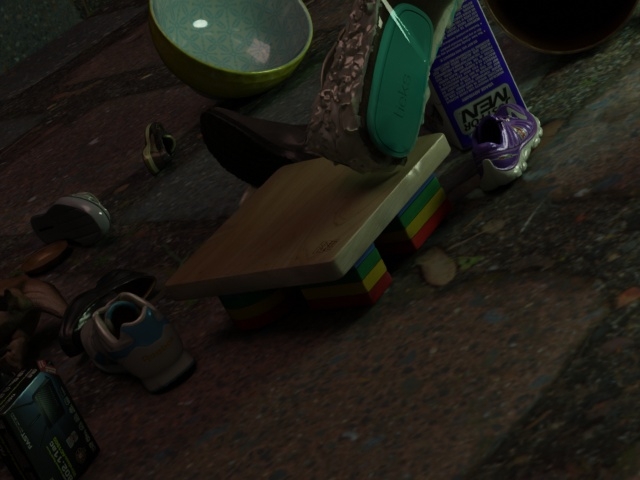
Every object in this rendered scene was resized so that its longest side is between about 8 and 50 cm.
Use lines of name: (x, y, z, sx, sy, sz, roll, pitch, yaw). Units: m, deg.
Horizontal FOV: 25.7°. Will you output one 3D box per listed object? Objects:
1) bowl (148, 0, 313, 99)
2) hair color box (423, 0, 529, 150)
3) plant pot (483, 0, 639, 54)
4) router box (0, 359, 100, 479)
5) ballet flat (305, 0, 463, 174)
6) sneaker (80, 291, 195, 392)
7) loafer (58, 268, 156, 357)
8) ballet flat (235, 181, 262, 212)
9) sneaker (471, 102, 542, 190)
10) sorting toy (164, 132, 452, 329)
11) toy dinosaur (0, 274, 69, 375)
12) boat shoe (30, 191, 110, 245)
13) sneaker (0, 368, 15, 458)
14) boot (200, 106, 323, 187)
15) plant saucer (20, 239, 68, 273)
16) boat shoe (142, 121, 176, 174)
bowl: (-0.170, -0.338, 2.453, 0.289, 0.289, 0.156, -48, -14, -42)
hair color box: (0.124, -0.296, 1.761, 0.110, 0.339, 0.185, -28, 20, -4)
plant pot: (0.341, -0.375, 1.910, 0.215, 0.215, 0.230, -20, 8, 21)
router box: (-0.285, 0.197, 1.429, 0.038, 0.122, 0.092, -10, 27, 31)
ballet flat: (0.075, -0.263, 1.573, 0.147, 0.147, 0.409, -2, 62, 50)
sneaker: (-0.222, 0.103, 1.616, 0.087, 0.092, 0.229, -39, 22, -22)
loafer: (-0.268, 0.085, 1.763, 0.061, 0.062, 0.170, -9, 29, 31)
ballet flat: (-0.048, -0.074, 1.867, 0.052, 0.057, 0.168, 4, 37, 39)
sneaker: (0.212, -0.124, 1.631, 0.068, 0.071, 0.170, -19, 22, 23)
sorting toy: (0.000, 0.000, 1.580, 0.255, 0.089, 0.257, -9, 28, 42)
toy dinosaur: (-0.435, 0.101, 1.860, 0.296, 0.127, 0.200, -19, 15, 9)
boat shoe: (-0.374, -0.045, 2.167, 0.076, 0.083, 0.226, -41, 23, -29)
sneaker: (-0.444, 0.185, 1.615, 0.268, 0.153, 0.101, -17, 23, 28)
boot: (-0.022, -0.133, 1.843, 0.246, 0.083, 0.161, 26, 47, 22)
plant saucer: (-0.419, 0.029, 2.147, 0.083, 0.015, 0.083, -24, 22, 10)
boat shoe: (-0.264, -0.157, 2.345, 0.049, 0.056, 0.152, -20, 31, 8)
